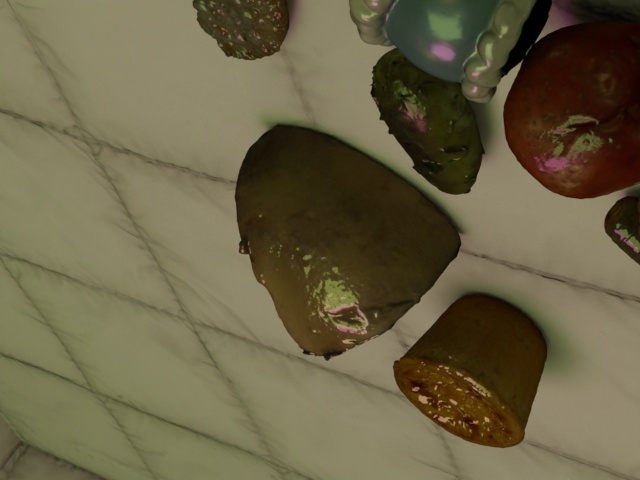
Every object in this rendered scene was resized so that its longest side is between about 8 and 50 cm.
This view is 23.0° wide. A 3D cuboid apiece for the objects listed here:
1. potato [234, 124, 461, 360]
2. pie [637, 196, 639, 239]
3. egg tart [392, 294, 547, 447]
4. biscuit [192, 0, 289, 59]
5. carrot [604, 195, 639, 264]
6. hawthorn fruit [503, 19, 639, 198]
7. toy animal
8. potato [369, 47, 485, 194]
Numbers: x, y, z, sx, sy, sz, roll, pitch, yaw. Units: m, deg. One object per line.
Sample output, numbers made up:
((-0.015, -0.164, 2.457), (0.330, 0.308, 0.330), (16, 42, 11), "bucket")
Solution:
((0.009, -0.008, 2.036), (0.264, 0.211, 0.189), (48, 153, -18), "potato")
((0.425, -0.008, 1.670), (0.182, 0.049, 0.182), (16, 132, 18), "pie")
((0.218, 0.176, 2.161), (0.203, 0.147, 0.202), (26, 151, 16), "egg tart")
((-0.096, -0.293, 1.843), (0.141, 0.038, 0.290), (28, 158, 19), "biscuit")
((0.467, 0.062, 1.776), (0.342, 0.070, 0.070), (33, 154, -1), "carrot")
((0.285, -0.131, 1.534), (0.179, 0.179, 0.200), (46, 154, -22), "hawthorn fruit")
((0.123, -0.244, 1.558), (0.204, 0.156, 0.208), (28, 150, 4), "toy animal")
((0.128, -0.133, 1.808), (0.117, 0.090, 0.225), (31, 161, 42), "potato")
